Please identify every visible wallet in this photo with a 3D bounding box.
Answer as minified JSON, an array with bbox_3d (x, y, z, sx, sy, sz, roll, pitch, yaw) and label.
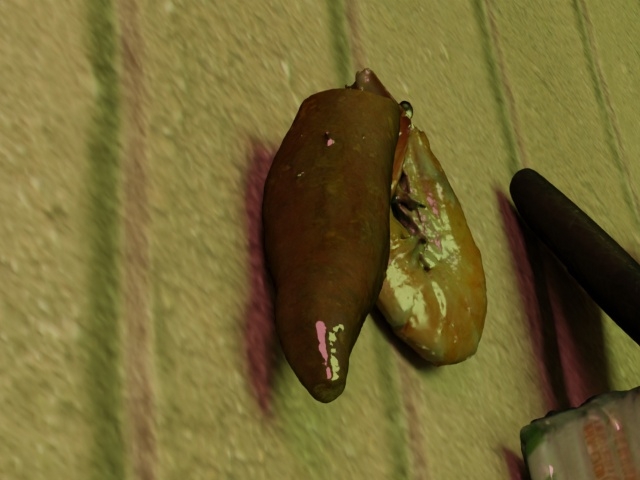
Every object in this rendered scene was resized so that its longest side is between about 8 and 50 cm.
[{"bbox_3d":[0.252,0.066,1.323,0.170,0.044,0.321,42,5,-35],"label":"wallet"}]

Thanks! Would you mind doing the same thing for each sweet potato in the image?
[{"bbox_3d":[0.000,0.000,0.993,0.077,0.077,0.243,47,35,-30],"label":"sweet potato"}]

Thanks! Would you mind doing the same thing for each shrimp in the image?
[{"bbox_3d":[0.051,-0.021,1.148,0.115,0.051,0.217,26,44,-51],"label":"shrimp"}]

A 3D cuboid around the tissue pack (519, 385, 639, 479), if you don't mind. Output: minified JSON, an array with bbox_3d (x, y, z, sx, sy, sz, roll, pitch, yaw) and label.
[{"bbox_3d":[0.249,0.266,1.133,0.228,0.128,0.310,36,35,-46],"label":"tissue pack"}]
